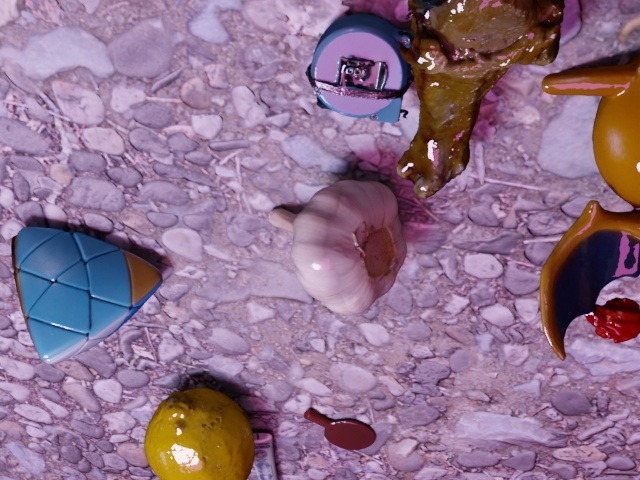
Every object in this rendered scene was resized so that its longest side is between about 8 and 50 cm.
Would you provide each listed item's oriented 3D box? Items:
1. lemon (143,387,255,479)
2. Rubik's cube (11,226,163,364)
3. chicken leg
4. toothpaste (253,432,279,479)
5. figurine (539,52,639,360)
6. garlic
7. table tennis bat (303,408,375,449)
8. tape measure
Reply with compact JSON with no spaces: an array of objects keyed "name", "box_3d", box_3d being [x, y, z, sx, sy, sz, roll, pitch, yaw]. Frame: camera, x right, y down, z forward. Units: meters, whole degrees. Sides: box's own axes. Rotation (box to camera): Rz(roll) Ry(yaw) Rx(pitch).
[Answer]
[{"name":"lemon","box_3d":[-0.226,0.386,1.739,0.204,0.204,0.260,-9,128,21]},{"name":"Rubik's cube","box_3d":[-0.376,0.103,1.498,0.254,0.254,0.254,7,134,7]},{"name":"chicken leg","box_3d":[0.194,-0.216,1.124,0.211,0.140,0.361,-14,147,-5]},{"name":"toothpaste","box_3d":[-0.113,0.477,1.910,0.062,0.039,0.239,-2,131,9]},{"name":"figurine","box_3d":[0.432,-0.048,1.085,0.400,0.268,0.387,-20,95,-11]},{"name":"garlic","box_3d":[0.000,0.000,1.357,0.226,0.199,0.199,14,141,39]},{"name":"table tennis bat","box_3d":[0.035,0.368,1.787,0.154,0.019,0.098,31,133,-19]},{"name":"tape measure","box_3d":[0.055,-0.223,1.179,0.146,0.081,0.125,8,123,2]}]
